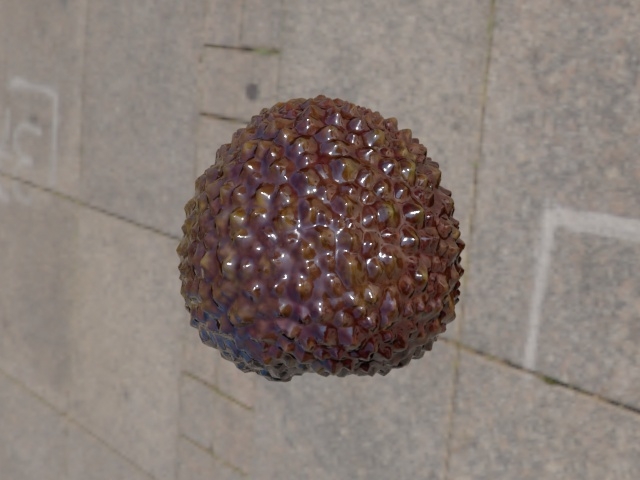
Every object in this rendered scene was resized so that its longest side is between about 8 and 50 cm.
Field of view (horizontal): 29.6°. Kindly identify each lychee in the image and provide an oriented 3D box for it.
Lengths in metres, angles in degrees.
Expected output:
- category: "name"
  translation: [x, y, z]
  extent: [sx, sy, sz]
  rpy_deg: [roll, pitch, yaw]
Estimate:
- category: "lychee"
  translation: [0.000, 0.000, 0.742]
  extent: [0.188, 0.188, 0.188]
  rpy_deg: [1, 92, 54]
